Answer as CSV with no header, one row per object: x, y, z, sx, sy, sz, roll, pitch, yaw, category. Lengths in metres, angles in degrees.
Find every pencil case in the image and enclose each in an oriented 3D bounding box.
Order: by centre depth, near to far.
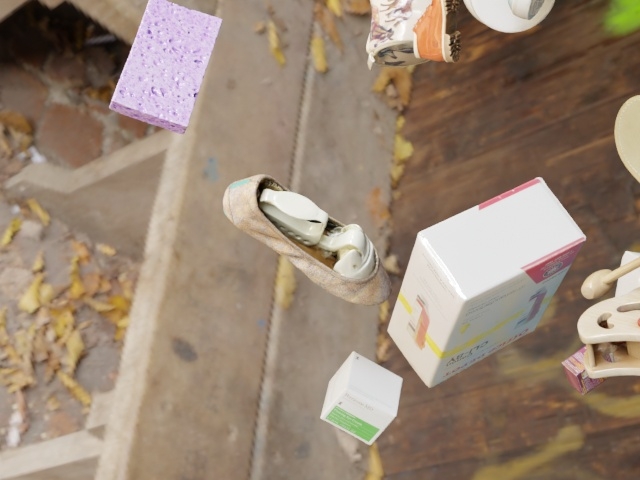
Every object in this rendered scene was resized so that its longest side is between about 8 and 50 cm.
0.162,-0.562,2.358,0.160,0.184,0.410,27,59,-81,pencil case

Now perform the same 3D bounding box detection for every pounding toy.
0.459,0.114,1.648,0.154,0.270,0.154,-31,121,-25,pounding toy

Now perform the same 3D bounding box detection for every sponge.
-0.230,-0.266,1.711,0.117,0.031,0.210,19,61,-9,sponge

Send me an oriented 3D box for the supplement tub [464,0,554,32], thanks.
0.373,-0.540,2.303,0.191,0.191,0.272,51,17,-22,supplement tub

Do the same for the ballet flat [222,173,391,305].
0.000,0.000,1.714,0.316,0.106,0.107,29,55,-21,ballet flat

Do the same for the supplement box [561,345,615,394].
0.450,0.207,1.886,0.043,0.083,0.055,47,-13,51,supplement box

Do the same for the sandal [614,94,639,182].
0.474,-0.084,1.525,0.079,0.088,0.240,36,25,-51,sandal

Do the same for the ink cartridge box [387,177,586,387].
0.307,0.089,2.177,0.279,0.384,0.160,-25,65,-19,ink cartridge box

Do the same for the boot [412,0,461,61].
0.193,-0.385,1.950,0.059,0.085,0.157,-16,109,-55,boot

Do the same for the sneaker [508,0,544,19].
0.359,-0.577,2.047,0.135,0.150,0.365,25,76,-67,sneaker

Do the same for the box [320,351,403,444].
0.069,0.261,1.881,0.101,0.087,0.102,30,33,-9,box

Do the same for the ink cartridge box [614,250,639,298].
0.676,0.116,1.893,0.306,0.226,0.131,6,100,-14,ink cartridge box
